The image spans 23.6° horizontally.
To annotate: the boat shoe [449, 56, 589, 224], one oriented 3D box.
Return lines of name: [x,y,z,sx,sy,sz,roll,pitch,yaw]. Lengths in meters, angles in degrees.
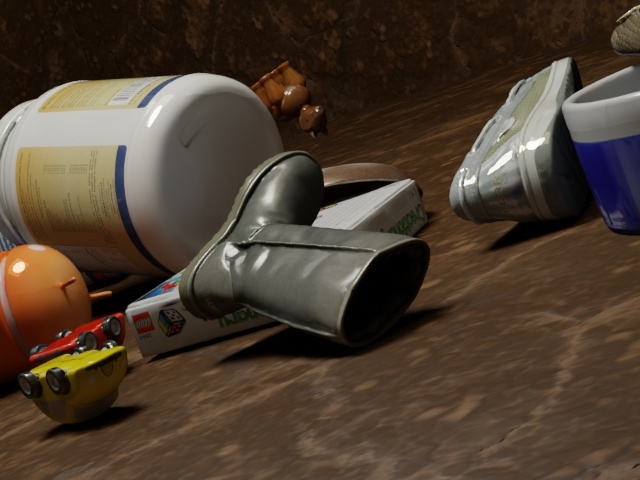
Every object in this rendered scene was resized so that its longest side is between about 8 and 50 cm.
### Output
boat shoe: [0.193,-0.087,1.400,0.103,0.118,0.320,-13,16,19]

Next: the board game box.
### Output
board game box: [-0.031,0.020,1.445,0.193,0.053,0.305,-16,8,23]

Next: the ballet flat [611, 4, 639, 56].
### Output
ballet flat: [0.303,-0.183,1.194,0.084,0.058,0.250,-22,8,-16]

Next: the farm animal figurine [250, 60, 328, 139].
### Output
farm animal figurine: [-0.129,-0.081,2.073,0.327,0.172,0.330,-30,7,42]

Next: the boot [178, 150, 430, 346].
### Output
boot: [0.002,0.001,1.190,0.208,0.076,0.189,-5,46,52]

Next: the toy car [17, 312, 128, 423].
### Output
toy car: [-0.257,0.132,1.250,0.225,0.053,0.239,-22,7,-6]

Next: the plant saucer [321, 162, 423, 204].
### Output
plant saucer: [0.023,-0.047,1.612,0.169,0.029,0.168,-8,-15,-2]

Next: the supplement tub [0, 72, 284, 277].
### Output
supplement tub: [-0.220,-0.074,1.767,0.316,0.228,0.228,3,22,43]

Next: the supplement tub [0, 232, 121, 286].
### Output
supplement tub: [-0.408,-0.003,2.078,0.272,0.191,0.191,-19,8,6]

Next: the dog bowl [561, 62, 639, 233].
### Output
dog bowl: [0.324,-0.099,1.163,0.265,0.104,0.265,-20,7,3]

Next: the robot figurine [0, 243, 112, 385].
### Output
robot figurine: [-0.319,0.079,1.509,0.219,0.158,0.128,-19,30,13]
